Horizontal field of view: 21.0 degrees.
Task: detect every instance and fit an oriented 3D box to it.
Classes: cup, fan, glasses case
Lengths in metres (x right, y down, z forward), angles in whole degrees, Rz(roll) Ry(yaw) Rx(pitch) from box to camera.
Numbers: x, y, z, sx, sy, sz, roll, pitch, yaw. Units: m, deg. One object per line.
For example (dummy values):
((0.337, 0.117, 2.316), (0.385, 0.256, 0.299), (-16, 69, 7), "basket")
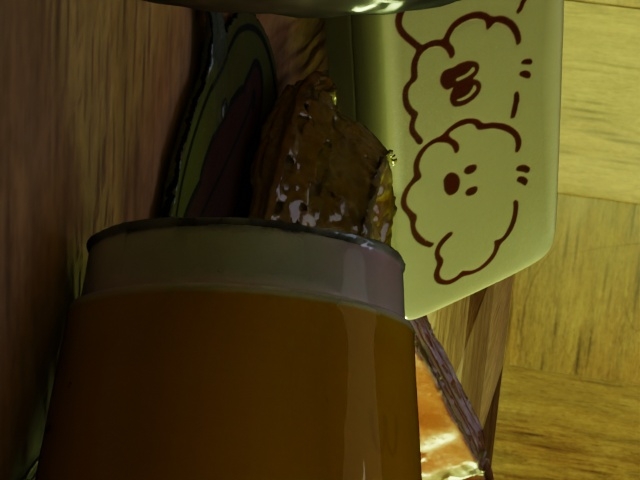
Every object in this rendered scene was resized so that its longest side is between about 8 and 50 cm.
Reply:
((-0.036, 0.140, 0.662), (0.196, 0.196, 0.279), (60, 32, -73), "cup")
((-0.051, -0.041, 0.865), (0.229, 0.011, 0.335), (-72, 166, -46), "fan")
((0.080, -0.109, 1.107), (0.144, 0.076, 0.336), (-25, 134, -21), "glasses case")

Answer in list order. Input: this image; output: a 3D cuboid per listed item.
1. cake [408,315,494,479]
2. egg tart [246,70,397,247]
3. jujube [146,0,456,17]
((0.052, 0.111, 1.361), (0.098, 0.135, 0.287), (-52, 129, -60), "cake")
((0.000, 0.000, 0.973), (0.191, 0.074, 0.191), (7, 90, -80), "egg tart")
((0.000, -0.222, 0.451), (0.246, 0.215, 0.308), (-60, 155, -65), "jujube")
